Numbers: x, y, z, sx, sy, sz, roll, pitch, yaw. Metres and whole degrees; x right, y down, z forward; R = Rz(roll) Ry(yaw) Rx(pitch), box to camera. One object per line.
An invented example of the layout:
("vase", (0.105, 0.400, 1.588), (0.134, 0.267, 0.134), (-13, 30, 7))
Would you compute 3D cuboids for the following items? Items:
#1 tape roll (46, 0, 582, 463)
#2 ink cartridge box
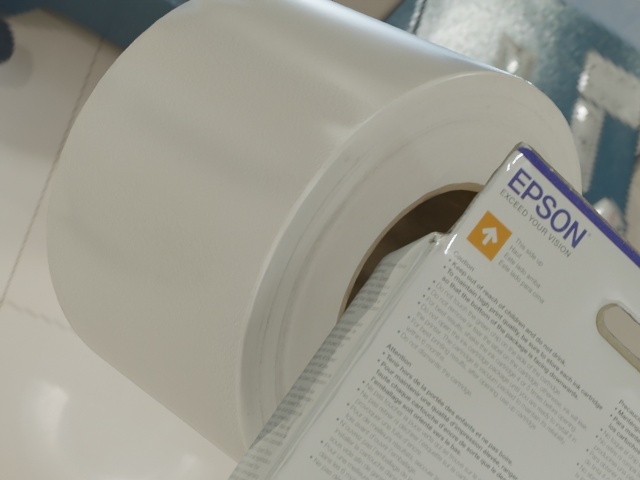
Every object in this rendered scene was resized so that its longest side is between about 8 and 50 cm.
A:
("tape roll", (0.000, 0.000, 0.770), (0.246, 0.246, 0.169), (-23, 36, -35))
("ink cartridge box", (0.085, 0.111, 0.607), (0.223, 0.045, 0.224), (42, 77, -19))
